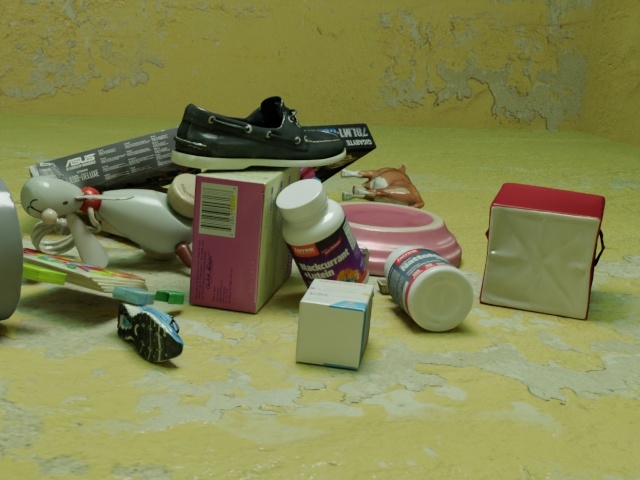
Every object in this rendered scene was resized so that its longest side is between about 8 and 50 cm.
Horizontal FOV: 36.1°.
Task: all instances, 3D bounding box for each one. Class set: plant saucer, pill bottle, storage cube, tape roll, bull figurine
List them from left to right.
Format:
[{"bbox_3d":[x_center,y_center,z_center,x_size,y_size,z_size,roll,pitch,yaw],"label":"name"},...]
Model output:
[{"bbox_3d":[-0.497,0.011,1.398,0.072,0.219,0.219,-7,18,-38],"label":"tape roll"},{"bbox_3d":[0.000,0.000,1.601,0.108,0.193,0.108,-18,32,12],"label":"pill bottle"},{"bbox_3d":[0.118,-0.012,1.956,0.332,0.084,0.332,5,14,-1],"label":"plant saucer"},{"bbox_3d":[0.151,-0.120,2.361,0.188,0.101,0.310,-1,13,-7],"label":"bull figurine"},{"bbox_3d":[0.167,0.070,1.597,0.108,0.108,0.180,1,14,-15],"label":"pill bottle"},{"bbox_3d":[0.391,0.014,1.733,0.215,0.184,0.193,9,16,14],"label":"storage cube"}]

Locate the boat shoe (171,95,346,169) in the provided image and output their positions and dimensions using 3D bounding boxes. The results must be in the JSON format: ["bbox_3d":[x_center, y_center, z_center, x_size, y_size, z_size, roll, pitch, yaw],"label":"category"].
[{"bbox_3d":[-0.091,-0.184,1.628,0.340,0.113,0.127,-4,17,-34],"label":"boat shoe"}]

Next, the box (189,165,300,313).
[{"bbox_3d":[-0.123,-0.020,1.643,0.117,0.214,0.243,8,15,11],"label":"box"}]

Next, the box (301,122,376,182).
[{"bbox_3d":[-0.070,-0.163,2.206,0.293,0.073,0.295,-33,-14,38],"label":"box"}]

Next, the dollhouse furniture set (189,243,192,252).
[{"bbox_3d":[-0.178,0.013,1.888,0.151,0.059,0.076,-15,22,2],"label":"dollhouse furniture set"}]

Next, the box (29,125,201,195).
[{"bbox_3d":[-0.407,-0.140,1.998,0.307,0.077,0.242,-15,-3,-1],"label":"box"}]

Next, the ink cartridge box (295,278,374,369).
[{"bbox_3d":[0.024,0.115,1.410,0.092,0.090,0.143,7,13,9],"label":"ink cartridge box"}]

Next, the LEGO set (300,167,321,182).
[{"bbox_3d":[-0.067,-0.062,2.012,0.227,0.093,0.087,-39,49,-24],"label":"LEGO set"}]

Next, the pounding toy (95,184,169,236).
[{"bbox_3d":[-0.349,-0.040,1.891,0.181,0.094,0.206,14,17,39],"label":"pounding toy"}]

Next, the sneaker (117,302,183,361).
[{"bbox_3d":[-0.225,0.121,1.369,0.073,0.063,0.162,-1,15,-32],"label":"sneaker"}]

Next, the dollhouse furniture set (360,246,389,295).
[{"bbox_3d":[0.106,0.046,1.723,0.114,0.081,0.091,1,15,-13],"label":"dollhouse furniture set"}]

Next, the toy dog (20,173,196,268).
[{"bbox_3d":[-0.338,-0.019,1.702,0.333,0.220,0.161,-9,50,-20],"label":"toy dog"}]

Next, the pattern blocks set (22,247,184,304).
[{"bbox_3d":[-0.372,0.049,1.517,0.324,0.026,0.285,14,1,12],"label":"pattern blocks set"}]
